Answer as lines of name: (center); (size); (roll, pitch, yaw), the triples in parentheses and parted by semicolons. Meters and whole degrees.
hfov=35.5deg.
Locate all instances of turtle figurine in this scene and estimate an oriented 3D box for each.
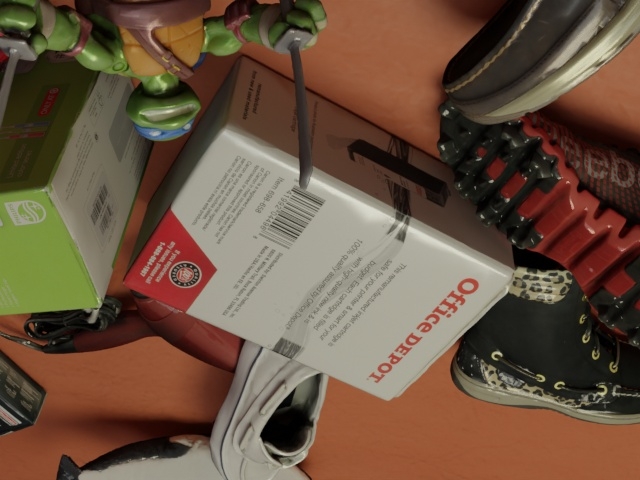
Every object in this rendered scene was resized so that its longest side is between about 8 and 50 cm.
turtle figurine: (-0.099, -0.169, 0.638); (0.198, 0.274, 0.266); (1, 116, 10)

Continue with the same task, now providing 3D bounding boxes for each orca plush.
orca plush: (-0.156, 0.283, 1.138); (0.287, 0.151, 0.102); (-9, 175, -17)

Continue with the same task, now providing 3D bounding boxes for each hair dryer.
hair dryer: (-0.177, 0.070, 0.990); (0.294, 0.080, 0.223); (20, 152, -10)

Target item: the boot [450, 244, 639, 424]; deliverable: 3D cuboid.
boot: (0.250, 0.081, 0.932); (0.236, 0.085, 0.178); (5, 130, 2)

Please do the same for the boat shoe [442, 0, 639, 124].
boat shoe: (0.191, -0.231, 0.649); (0.130, 0.132, 0.355); (36, 117, -12)

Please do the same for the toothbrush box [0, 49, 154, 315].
toothbrush box: (-0.298, -0.048, 0.790); (0.283, 0.206, 0.122); (-5, 131, 9)

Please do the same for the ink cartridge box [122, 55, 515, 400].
ink cartridge box: (0.000, 0.000, 0.864); (0.273, 0.114, 0.197); (27, 128, -16)

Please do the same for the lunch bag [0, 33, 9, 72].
lunch bag: (-0.333, -0.239, 0.690); (0.258, 0.120, 0.293); (-14, 130, 12)

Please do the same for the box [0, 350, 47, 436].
box: (-0.435, 0.142, 1.075); (0.175, 0.051, 0.220); (-22, 126, 23)

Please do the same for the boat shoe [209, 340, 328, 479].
boat shoe: (-0.049, 0.187, 1.000); (0.095, 0.084, 0.258); (-17, 141, -26)

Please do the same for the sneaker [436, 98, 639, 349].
sneaker: (0.217, -0.038, 0.824); (0.276, 0.135, 0.097); (41, 140, 1)
